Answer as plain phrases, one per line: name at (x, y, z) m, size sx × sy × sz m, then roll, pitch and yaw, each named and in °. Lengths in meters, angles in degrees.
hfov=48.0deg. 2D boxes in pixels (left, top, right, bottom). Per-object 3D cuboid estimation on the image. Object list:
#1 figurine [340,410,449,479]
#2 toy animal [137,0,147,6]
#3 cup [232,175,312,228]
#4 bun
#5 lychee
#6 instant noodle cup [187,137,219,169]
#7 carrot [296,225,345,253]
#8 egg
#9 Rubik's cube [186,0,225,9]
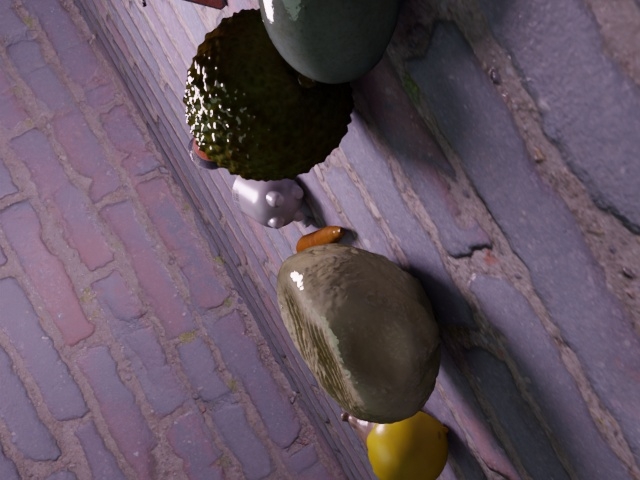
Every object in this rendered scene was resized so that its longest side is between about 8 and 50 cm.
figurine at (0.156, 0.414, 1.652) m, size 0.215 × 0.187 × 0.343 m, roll 43°, pitch -176°, yaw -38°
toy animal at (-0.473, -0.660, 1.836) m, size 0.127 × 0.131 × 0.182 m, roll 29°, pitch 165°, yaw -30°
cup at (-0.105, -0.082, 1.672) m, size 0.142 × 0.134 × 0.173 m, roll 33°, pitch 149°, yaw 44°
bun at (0.080, 0.150, 1.310) m, size 0.352 × 0.227 × 0.349 m, roll 36°, pitch 151°, yaw 52°
lychee at (-0.078, -0.221, 1.103) m, size 0.270 × 0.270 × 0.320 m, roll 62°, pitch 169°, yaw -4°
instant noodle cup at (-0.299, -0.280, 1.999) m, size 0.127 × 0.127 × 0.135 m, roll 58°, pitch 156°, yaw 11°
carrot at (0.000, 0.000, 1.625) m, size 0.069 × 0.069 × 0.336 m, roll 60°, pitch 162°, yaw 2°
egg at (0.011, -0.292, 0.843) m, size 0.169 × 0.169 × 0.236 m, roll 52°, pitch 164°, yaw 30°
Rubik's cube at (-0.312, -0.597, 1.391) m, size 0.229 × 0.228 × 0.233 m, roll 16°, pitch -169°, yaw 16°
